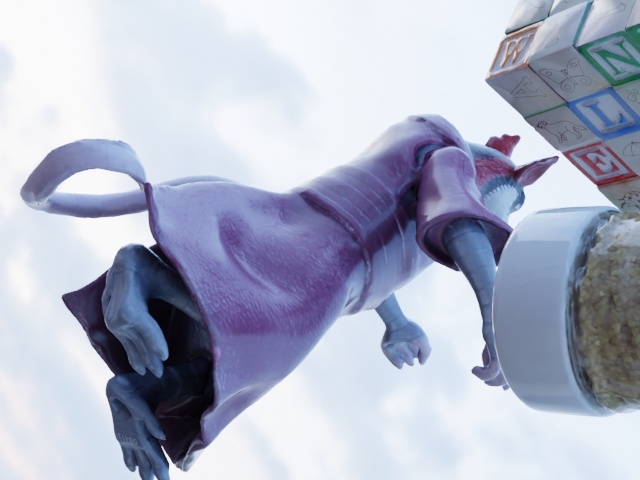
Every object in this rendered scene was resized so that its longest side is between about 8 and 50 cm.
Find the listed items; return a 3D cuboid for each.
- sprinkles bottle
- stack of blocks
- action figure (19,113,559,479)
[{"bbox_3d":[0.270,0.039,0.829,0.355,0.121,0.121,-1,-51,36],"label":"sprinkles bottle"},{"bbox_3d":[0.277,-0.121,1.042,0.171,0.087,0.297,41,-32,-26],"label":"stack of blocks"},{"bbox_3d":[0.000,0.000,1.079,0.275,0.370,0.248,58,-28,-4],"label":"action figure"}]
